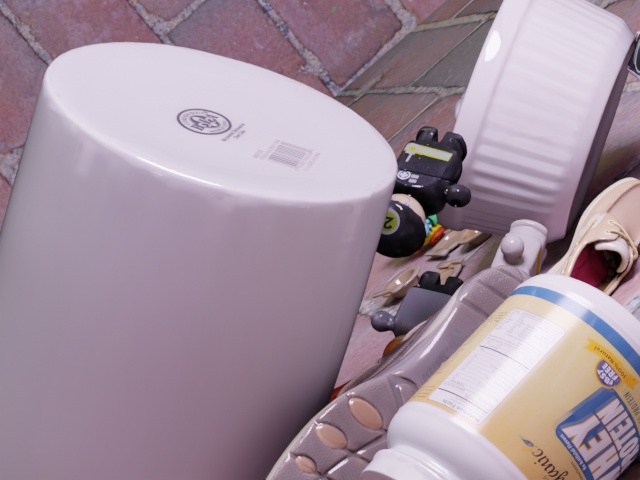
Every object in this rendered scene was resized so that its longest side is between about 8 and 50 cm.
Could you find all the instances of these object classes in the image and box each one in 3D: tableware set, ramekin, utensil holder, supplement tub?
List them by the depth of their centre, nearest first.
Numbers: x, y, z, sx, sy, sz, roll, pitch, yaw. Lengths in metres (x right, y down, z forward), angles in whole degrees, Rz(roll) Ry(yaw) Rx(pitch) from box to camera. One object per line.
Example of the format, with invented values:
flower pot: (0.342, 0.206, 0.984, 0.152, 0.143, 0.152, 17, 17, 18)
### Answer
supplement tub: (0.138, 0.136, 1.290, 0.200, 0.144, 0.144, -44, 12, -20)
utensil holder: (-0.134, 0.063, 1.582, 0.327, 0.328, 0.385, -67, -6, -67)
ramekin: (0.218, -0.121, 1.824, 0.273, 0.127, 0.272, 20, -90, -80)
tableware set: (0.137, 0.018, 2.076, 0.168, 0.020, 0.141, -46, 12, -26)

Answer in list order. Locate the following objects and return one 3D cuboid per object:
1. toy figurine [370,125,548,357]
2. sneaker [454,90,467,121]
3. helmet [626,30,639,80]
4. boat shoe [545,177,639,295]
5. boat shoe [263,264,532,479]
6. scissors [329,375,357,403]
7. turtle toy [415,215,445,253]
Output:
toy figurine: (0.089, 0.025, 1.724, 0.213, 0.209, 0.148, -28, 23, 44)
sneaker: (0.240, -0.139, 2.170, 0.153, 0.101, 0.268, -31, 17, 23)
helmet: (0.383, -0.189, 1.721, 0.161, 0.169, 0.169, -54, 8, 12)
boat shoe: (0.251, 0.014, 1.629, 0.170, 0.063, 0.059, -53, 17, -17)
boat shoe: (0.067, 0.164, 1.525, 0.355, 0.132, 0.130, -38, -3, -30)
scissors: (0.052, 0.147, 1.865, 0.297, 0.021, 0.109, -31, 12, 34)
turtle toy: (0.128, -0.035, 2.187, 0.130, 0.066, 0.095, -42, -12, -22)
